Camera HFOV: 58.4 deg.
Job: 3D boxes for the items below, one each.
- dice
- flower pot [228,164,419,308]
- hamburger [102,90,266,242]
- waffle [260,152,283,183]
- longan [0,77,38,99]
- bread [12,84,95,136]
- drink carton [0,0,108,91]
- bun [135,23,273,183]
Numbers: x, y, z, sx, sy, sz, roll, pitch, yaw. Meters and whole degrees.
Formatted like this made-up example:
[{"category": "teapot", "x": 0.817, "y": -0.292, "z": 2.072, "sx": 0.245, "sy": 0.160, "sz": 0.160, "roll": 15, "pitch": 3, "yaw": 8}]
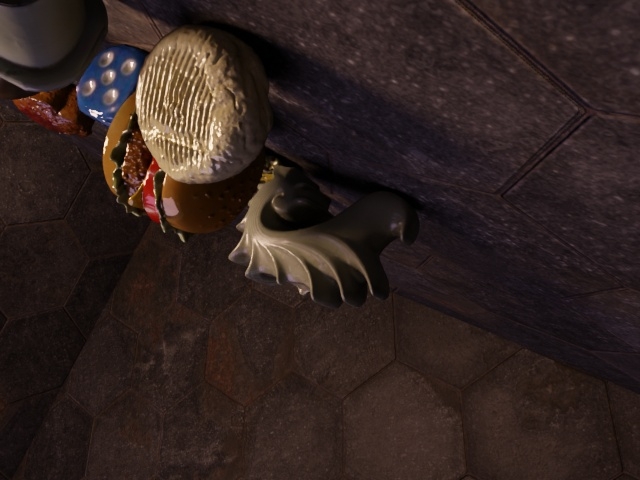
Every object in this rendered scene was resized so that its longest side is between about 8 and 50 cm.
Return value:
[{"category": "dice", "x": -0.344, "y": -0.261, "z": 1.059, "sx": 0.143, "sy": 0.146, "sz": 0.146, "roll": 25, "pitch": 174, "yaw": 24}, {"category": "flower pot", "x": 0.000, "y": 0.000, "z": 1.182, "sx": 0.367, "sy": 0.254, "sz": 0.164, "roll": 18, "pitch": 173, "yaw": 30}, {"category": "hamburger", "x": -0.216, "y": -0.136, "z": 1.000, "sx": 0.212, "sy": 0.274, "sz": 0.274, "roll": 25, "pitch": 173, "yaw": 23}, {"category": "waffle", "x": -0.165, "y": -0.183, "z": 1.334, "sx": 0.204, "sy": 0.054, "sz": 0.223, "roll": 24, "pitch": 172, "yaw": 2}, {"category": "longan", "x": -0.589, "y": -0.359, "z": 1.048, "sx": 0.196, "sy": 0.196, "sz": 0.220, "roll": 22, "pitch": 170, "yaw": 31}, {"category": "bread", "x": -0.769, "y": -0.392, "z": 1.650, "sx": 0.246, "sy": 0.135, "sz": 0.232, "roll": 29, "pitch": 172, "yaw": -17}, {"category": "drink carton", "x": -0.377, "y": -0.321, "z": 0.722, "sx": 0.191, "sy": 0.185, "sz": 0.189, "roll": 29, "pitch": 161, "yaw": -12}, {"category": "bun", "x": -0.149, "y": -0.188, "z": 0.798, "sx": 0.220, "sy": 0.220, "sz": 0.134, "roll": 22, "pitch": -159, "yaw": 30}]
